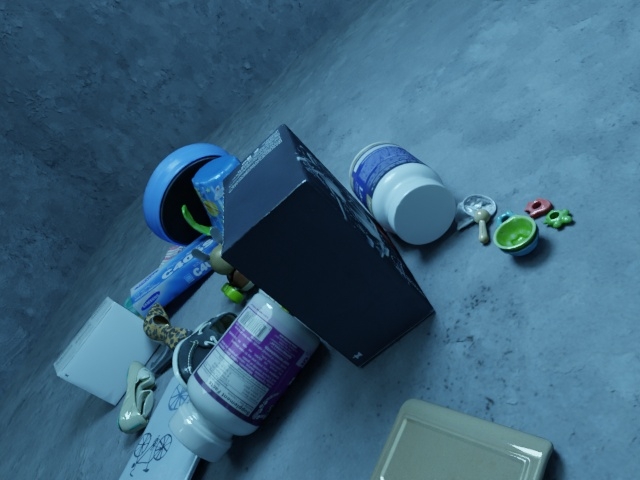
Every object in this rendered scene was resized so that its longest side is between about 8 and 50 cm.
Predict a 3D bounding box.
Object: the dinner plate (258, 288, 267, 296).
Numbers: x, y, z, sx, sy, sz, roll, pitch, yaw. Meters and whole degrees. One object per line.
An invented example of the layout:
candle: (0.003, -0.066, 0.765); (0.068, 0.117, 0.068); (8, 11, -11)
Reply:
dinner plate: (-0.121, 0.090, 1.284); (0.141, 0.017, 0.141); (-36, 28, 23)

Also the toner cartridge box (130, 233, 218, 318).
toner cartridge box: (-0.491, 0.111, 1.641); (0.348, 0.075, 0.165); (-39, 25, -10)

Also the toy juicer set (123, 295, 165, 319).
toy juicer set: (-0.680, 0.276, 1.767); (0.329, 0.089, 0.209); (-35, 41, 5)

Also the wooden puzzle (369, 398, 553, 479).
wooden puzzle: (0.146, 0.324, 0.578); (0.221, 0.044, 0.238); (-3, 46, 54)

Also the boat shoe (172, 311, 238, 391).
boat shoe: (-0.258, 0.247, 1.110); (0.091, 0.114, 0.302); (-32, 15, 7)

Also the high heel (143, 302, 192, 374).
high heel: (-0.453, 0.252, 1.441); (0.186, 0.093, 0.261); (-44, 43, 21)

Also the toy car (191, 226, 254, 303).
toy car: (-0.261, 0.057, 1.322); (0.155, 0.188, 0.149); (-52, 17, -9)

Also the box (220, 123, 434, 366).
box: (0.000, 0.000, 0.877); (0.179, 0.343, 0.312); (-40, 29, 12)

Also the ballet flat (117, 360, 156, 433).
ballet flat: (-0.500, 0.424, 1.323); (0.086, 0.086, 0.248); (-40, 32, 14)

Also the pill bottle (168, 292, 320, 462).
pill bottle: (-0.151, 0.267, 0.929); (0.301, 0.169, 0.169); (-52, 28, -9)

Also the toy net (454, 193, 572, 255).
toy net: (0.310, -0.048, 0.822); (0.122, 0.045, 0.232); (-47, 27, 2)

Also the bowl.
bowl: (-0.435, -0.152, 1.687); (0.077, 0.391, 0.391); (33, 80, 30)

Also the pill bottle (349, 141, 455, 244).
pill bottle: (0.164, -0.103, 0.983); (0.153, 0.153, 0.264); (-43, 27, 8)

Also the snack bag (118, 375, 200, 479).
snack bag: (-0.327, 0.452, 1.079); (0.323, 0.037, 0.342); (-18, 38, 44)

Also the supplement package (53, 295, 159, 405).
supplement package: (-0.672, 0.350, 1.516); (0.145, 0.204, 0.261); (3, 56, 57)

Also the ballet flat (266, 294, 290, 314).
ballet flat: (-0.079, 0.120, 1.116); (0.231, 0.077, 0.077); (-48, 28, 0)

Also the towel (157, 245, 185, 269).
towel: (-0.651, 0.094, 2.012); (0.144, 0.029, 0.196); (-21, 37, 42)

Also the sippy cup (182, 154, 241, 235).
sippy cup: (-0.300, -0.153, 1.573); (0.305, 0.224, 0.240); (-46, 35, -23)
